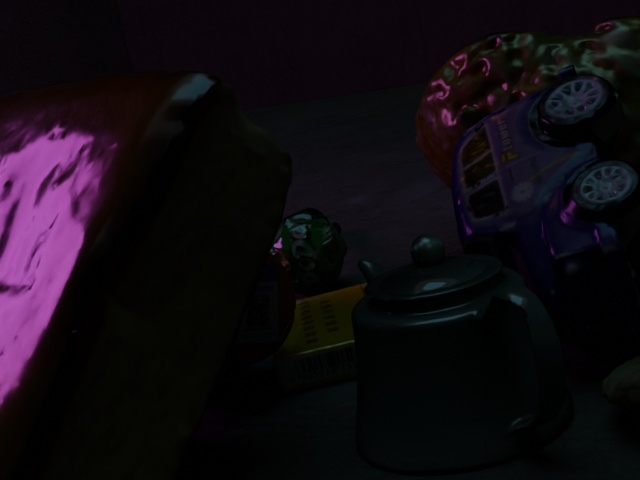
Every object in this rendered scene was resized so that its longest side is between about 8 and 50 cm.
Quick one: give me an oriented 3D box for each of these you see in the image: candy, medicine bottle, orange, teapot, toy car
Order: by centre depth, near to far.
[{"bbox_3d":[0.096,0.067,0.851,0.162,0.149,0.239,-17,13,-22],"label":"teapot"},{"bbox_3d":[0.195,-0.007,0.961,0.157,0.172,0.235,-20,39,15],"label":"toy car"},{"bbox_3d":[-0.147,0.056,1.084,0.157,0.157,0.288,-23,13,-38],"label":"medicine bottle"},{"bbox_3d":[0.282,-0.107,1.245,0.368,0.211,0.271,-7,-24,15],"label":"orange"},{"bbox_3d":[0.000,0.002,1.427,0.097,0.097,0.323,-11,4,10],"label":"candy"}]

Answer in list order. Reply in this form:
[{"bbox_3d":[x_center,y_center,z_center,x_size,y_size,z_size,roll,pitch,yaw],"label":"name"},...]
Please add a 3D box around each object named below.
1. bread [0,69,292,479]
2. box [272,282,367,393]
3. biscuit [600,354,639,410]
[{"bbox_3d":[-0.198,0.042,0.900,0.143,0.324,0.333,32,-19,-36],"label":"bread"},{"bbox_3d":[0.086,0.067,1.089,0.269,0.044,0.152,-13,17,-1],"label":"box"},{"bbox_3d":[0.296,0.074,0.798,0.219,0.033,0.220,-16,-3,-1],"label":"biscuit"}]
